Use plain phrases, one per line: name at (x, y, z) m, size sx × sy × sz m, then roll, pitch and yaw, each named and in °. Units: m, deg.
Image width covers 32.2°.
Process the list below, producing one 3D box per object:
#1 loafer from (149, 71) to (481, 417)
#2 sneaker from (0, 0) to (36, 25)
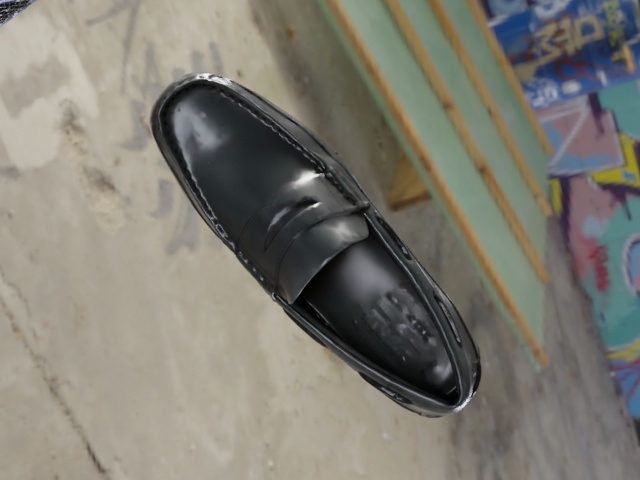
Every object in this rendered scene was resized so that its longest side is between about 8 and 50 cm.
loafer at (0.000, 0.000, 0.563) m, size 0.223 × 0.076 × 0.078 m, roll 47°, pitch 2°, yaw -3°
sneaker at (-0.172, -0.086, 0.393) m, size 0.087 × 0.221 × 0.083 m, roll 31°, pitch -33°, yaw 55°
